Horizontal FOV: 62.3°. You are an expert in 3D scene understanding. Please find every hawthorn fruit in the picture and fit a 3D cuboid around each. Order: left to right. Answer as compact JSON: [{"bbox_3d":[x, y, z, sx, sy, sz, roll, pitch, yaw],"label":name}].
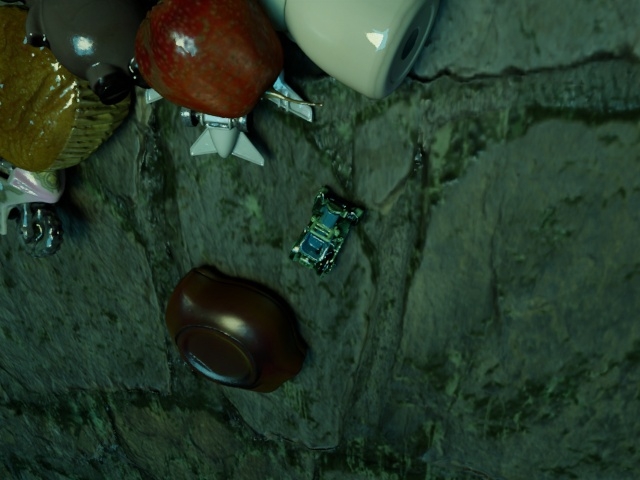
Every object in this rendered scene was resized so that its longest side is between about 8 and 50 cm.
[{"bbox_3d":[-0.105,-0.203,0.614,0.163,0.162,0.203,-31,125,34],"label":"hawthorn fruit"}]

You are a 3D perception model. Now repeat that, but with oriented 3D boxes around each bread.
[{"bbox_3d":[-0.435,-0.235,0.835,0.253,0.142,0.227,-31,97,36],"label":"bread"}]

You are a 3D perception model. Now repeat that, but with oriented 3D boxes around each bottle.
[{"bbox_3d":[0.007,-0.283,0.622,0.236,0.147,0.147,32,127,11],"label":"bottle"}]

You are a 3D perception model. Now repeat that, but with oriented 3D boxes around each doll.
[{"bbox_3d":[-0.318,-0.308,0.704,0.257,0.182,0.117,60,156,-3],"label":"doll"}]

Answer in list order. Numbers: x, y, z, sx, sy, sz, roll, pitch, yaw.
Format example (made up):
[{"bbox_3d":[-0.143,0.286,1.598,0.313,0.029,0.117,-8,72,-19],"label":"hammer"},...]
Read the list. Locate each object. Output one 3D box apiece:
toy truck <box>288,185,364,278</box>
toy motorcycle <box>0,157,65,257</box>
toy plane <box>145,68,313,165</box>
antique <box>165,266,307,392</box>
[{"bbox_3d":[0.001,-0.001,0.834,0.080,0.078,0.154,31,127,4],"label":"toy truck"},{"bbox_3d":[-0.578,-0.121,0.976,0.327,0.143,0.188,40,119,14],"label":"toy motorcycle"},{"bbox_3d":[-0.133,-0.224,0.738,0.251,0.101,0.255,8,123,4],"label":"toy plane"},{"bbox_3d":[-0.162,0.175,0.979,0.278,0.129,0.223,45,124,-11],"label":"antique"}]
